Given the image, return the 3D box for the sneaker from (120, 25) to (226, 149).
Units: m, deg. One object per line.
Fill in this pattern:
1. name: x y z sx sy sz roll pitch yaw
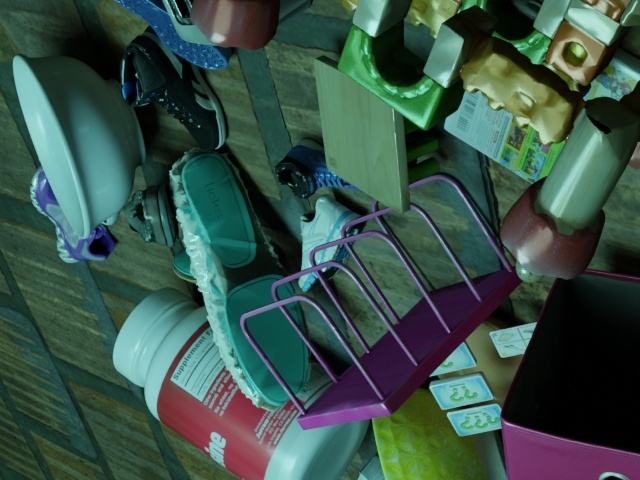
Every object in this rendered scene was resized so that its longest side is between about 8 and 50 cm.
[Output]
1. sneaker: -0.220 -0.200 1.786 0.079 0.121 0.217 12 134 43

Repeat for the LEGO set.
1. LEGO set: 0.262 0.192 1.643 0.244 0.060 0.182 -14 126 22

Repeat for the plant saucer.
1. plant saucer: 0.234 0.168 1.746 0.200 0.037 0.200 29 143 25

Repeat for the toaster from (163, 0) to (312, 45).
1. toaster: -0.112 -0.328 1.534 0.168 0.110 0.185 11 133 44

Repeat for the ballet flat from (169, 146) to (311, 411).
1. ballet flat: -0.124 0.059 1.885 0.147 0.147 0.408 -31 75 57

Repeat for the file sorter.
1. file sorter: 0.072 0.073 1.596 0.182 0.291 0.202 55 147 -9

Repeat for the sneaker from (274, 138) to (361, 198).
1. sneaker: 0.007 -0.082 1.688 0.152 0.084 0.058 25 142 29

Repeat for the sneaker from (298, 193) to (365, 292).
1. sneaker: 0.000 0.000 1.814 0.083 0.071 0.190 45 140 15

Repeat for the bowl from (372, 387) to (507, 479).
1. bowl: 0.193 0.335 1.833 0.156 0.289 0.289 -19 118 10

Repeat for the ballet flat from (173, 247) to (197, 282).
1. ballet flat: -0.151 0.052 2.026 0.232 0.080 0.073 1 138 49

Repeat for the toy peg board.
1. toy peg board: 0.076 -0.143 1.558 0.161 0.079 0.161 35 141 46

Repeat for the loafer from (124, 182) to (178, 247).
1. loafer: -0.267 -0.031 1.950 0.267 0.084 0.096 132 132 -85

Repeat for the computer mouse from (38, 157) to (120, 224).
1. computer mouse: -0.392 -0.108 2.128 0.042 0.106 0.193 -16 126 35

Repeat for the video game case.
1. video game case: 0.246 -0.154 1.394 0.206 0.026 0.227 34 145 18

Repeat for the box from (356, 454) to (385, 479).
1. box: 0.142 0.533 2.233 0.232 0.058 0.322 37 145 14

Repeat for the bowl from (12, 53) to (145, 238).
1. bowl: -0.357 -0.162 1.930 0.298 0.134 0.298 54 157 35

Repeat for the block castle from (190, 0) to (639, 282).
1. block castle: 0.133 -0.185 1.200 0.453 0.303 0.213 37 136 17

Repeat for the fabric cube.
1. fabric cube: 0.363 0.221 1.413 0.254 0.259 0.258 10 134 24

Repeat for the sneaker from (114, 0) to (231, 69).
1. sneaker: -0.200 -0.325 1.678 0.232 0.090 0.081 38 152 -28

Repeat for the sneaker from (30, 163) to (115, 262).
1. sneaker: -0.430 -0.048 2.230 0.105 0.095 0.236 15 141 30

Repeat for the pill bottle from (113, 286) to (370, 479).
1. pill bottle: -0.138 0.250 2.082 0.408 0.229 0.229 31 144 23
